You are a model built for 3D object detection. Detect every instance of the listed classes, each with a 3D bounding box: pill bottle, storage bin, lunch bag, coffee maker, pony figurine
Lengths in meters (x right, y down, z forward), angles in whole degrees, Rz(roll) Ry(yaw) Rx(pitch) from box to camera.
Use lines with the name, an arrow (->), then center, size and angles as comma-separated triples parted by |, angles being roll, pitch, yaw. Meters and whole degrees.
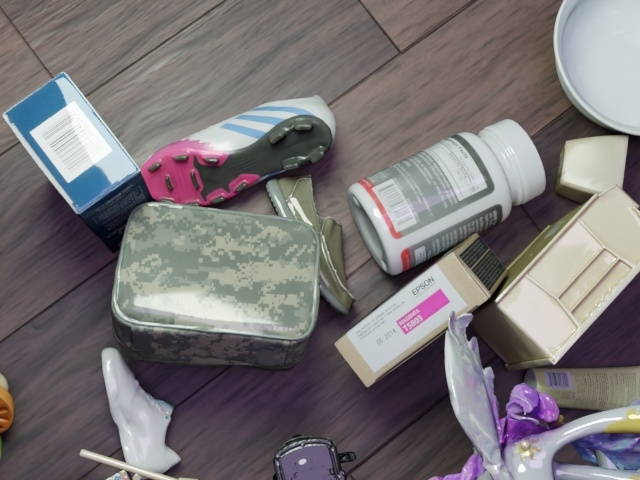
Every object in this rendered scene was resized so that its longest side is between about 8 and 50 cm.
pill bottle -> 0.201, -0.074, 1.571 | 0.283, 0.161, 0.161 | -26, 84, -8
storage bin -> 0.364, 0.062, 1.513 | 0.123, 0.262, 0.260 | 45, 81, 5
lunch bag -> -0.161, 0.094, 1.473 | 0.305, 0.256, 0.212 | 6, 60, -5
coffee maker -> -0.020, 0.379, 1.478 | 0.120, 0.178, 0.171 | 10, 79, -1
pony figurine -> 0.269, 0.301, 1.308 | 0.363, 0.303, 0.351 | -5, 46, 17

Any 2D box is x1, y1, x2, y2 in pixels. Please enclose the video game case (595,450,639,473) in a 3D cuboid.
video game case -> 0.627, 0.445, 1.589 | 0.329, 0.036, 0.300 | -7, 82, -5

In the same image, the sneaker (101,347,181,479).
sneaker -> -0.278, 0.260, 1.535 | 0.094, 0.080, 0.212 | -18, 93, -11

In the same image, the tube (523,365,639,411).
tube -> 0.452, 0.242, 1.600 | 0.240, 0.062, 0.070 | 3, 125, -9

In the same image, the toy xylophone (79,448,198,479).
toy xylophone -> -0.309, 0.448, 1.470 | 0.323, 0.081, 0.236 | 11, 99, 0

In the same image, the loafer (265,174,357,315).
loafer -> 0.000, 0.000, 1.578 | 0.087, 0.094, 0.251 | -27, 84, -3

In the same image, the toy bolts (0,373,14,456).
toy bolts -> -0.591, 0.288, 1.499 | 0.228, 0.158, 0.218 | 15, 121, -12

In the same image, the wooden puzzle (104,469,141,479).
wooden puzzle -> -0.297, 0.368, 1.437 | 0.083, 0.006, 0.049 | -26, 79, -19

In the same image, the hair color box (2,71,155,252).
hair color box -> -0.335, -0.099, 1.439 | 0.105, 0.347, 0.174 | -37, 85, -9

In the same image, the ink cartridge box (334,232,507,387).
ink cartridge box -> 0.155, 0.100, 1.484 | 0.235, 0.193, 0.088 | -39, 85, 20

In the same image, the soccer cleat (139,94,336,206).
soccer cleat -> -0.129, -0.146, 1.595 | 0.331, 0.143, 0.116 | -15, 120, 12

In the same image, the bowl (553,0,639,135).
bowl -> 0.513, -0.298, 1.638 | 0.298, 0.134, 0.298 | 1, 79, -4

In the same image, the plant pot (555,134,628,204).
plant pot -> 0.444, -0.114, 1.628 | 0.096, 0.109, 0.109 | 8, 81, 8
